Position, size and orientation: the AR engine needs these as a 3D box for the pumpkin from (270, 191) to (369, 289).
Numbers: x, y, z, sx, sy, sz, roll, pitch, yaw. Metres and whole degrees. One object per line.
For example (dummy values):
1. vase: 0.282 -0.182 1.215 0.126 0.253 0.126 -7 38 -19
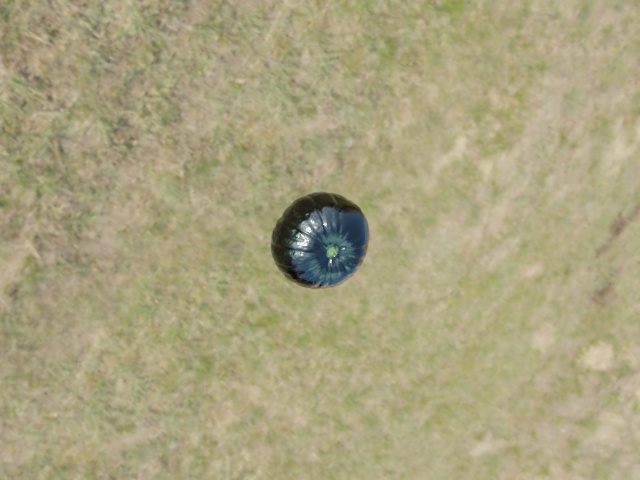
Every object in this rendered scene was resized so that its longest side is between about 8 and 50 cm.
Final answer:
1. pumpkin: 0.000 0.000 1.695 0.202 0.140 0.202 -8 112 -20
